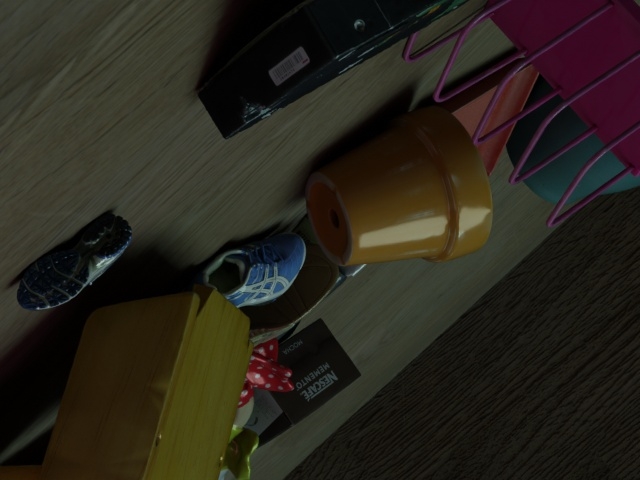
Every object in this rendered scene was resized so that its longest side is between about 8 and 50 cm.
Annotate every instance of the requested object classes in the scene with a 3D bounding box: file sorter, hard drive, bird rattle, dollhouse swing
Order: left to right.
[{"bbox_3d":[-0.286,0.193,1.690,0.347,0.305,0.315,54,49,-74],"label":"dollhouse swing"},{"bbox_3d":[-0.152,0.250,2.065,0.207,0.143,0.253,-8,146,-29],"label":"bird rattle"},{"bbox_3d":[0.066,-0.224,1.340,0.339,0.064,0.237,-32,-177,-30],"label":"hard drive"},{"bbox_3d":[0.259,-0.193,1.647,0.182,0.290,0.202,-33,164,-23],"label":"file sorter"}]

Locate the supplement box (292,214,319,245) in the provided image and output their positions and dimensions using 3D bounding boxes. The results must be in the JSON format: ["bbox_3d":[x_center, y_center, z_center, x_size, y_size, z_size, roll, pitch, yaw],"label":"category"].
[{"bbox_3d":[0.000,0.000,2.003,0.083,0.056,0.083,-50,165,31],"label":"supplement box"}]

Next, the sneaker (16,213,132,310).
[{"bbox_3d":[-0.247,0.032,1.432,0.135,0.052,0.058,-36,169,-21],"label":"sneaker"}]

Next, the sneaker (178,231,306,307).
[{"bbox_3d":[-0.092,0.044,1.834,0.211,0.080,0.081,-33,167,-37],"label":"sneaker"}]

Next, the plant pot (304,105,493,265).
[{"bbox_3d":[0.090,-0.054,1.844,0.188,0.205,0.205,-19,158,-22],"label":"plant pot"}]

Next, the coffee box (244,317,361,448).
[{"bbox_3d":[-0.088,0.261,2.318,0.168,0.119,0.297,-31,174,-37],"label":"coffee box"}]

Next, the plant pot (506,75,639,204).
[{"bbox_3d":[0.447,-0.191,2.279,0.272,0.271,0.255,-28,175,-46],"label":"plant pot"}]

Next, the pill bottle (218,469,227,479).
[{"bbox_3d":[-0.253,0.388,2.274,0.161,0.161,0.283,-26,159,-49],"label":"pill bottle"}]

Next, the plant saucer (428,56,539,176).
[{"bbox_3d":[0.198,-0.144,2.072,0.258,0.048,0.259,-32,154,-37],"label":"plant saucer"}]

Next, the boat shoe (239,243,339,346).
[{"bbox_3d":[-0.100,0.097,1.957,0.285,0.104,0.089,-32,176,5],"label":"boat shoe"}]

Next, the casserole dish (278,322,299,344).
[{"bbox_3d":[-0.069,0.129,2.256,0.114,0.037,0.188,-33,165,-32],"label":"casserole dish"}]

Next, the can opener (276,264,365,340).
[{"bbox_3d":[0.007,0.048,2.133,0.280,0.074,0.093,-42,167,-1],"label":"can opener"}]
